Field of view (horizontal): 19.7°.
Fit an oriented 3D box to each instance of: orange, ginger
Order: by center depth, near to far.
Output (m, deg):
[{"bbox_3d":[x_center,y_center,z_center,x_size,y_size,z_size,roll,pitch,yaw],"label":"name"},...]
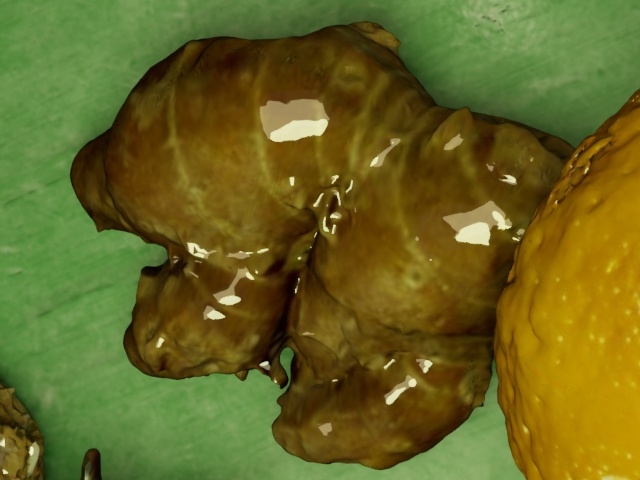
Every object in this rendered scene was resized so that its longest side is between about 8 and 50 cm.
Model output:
[{"bbox_3d":[0.274,0.059,1.054,0.293,0.340,0.340,39,95,33],"label":"orange"},{"bbox_3d":[-0.008,-0.008,1.221,0.357,0.152,0.274,28,112,13],"label":"ginger"}]

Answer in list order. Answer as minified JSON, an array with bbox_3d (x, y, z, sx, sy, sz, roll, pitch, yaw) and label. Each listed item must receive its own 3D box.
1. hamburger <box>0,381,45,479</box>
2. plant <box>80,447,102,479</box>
[{"bbox_3d":[-0.314,0.188,1.236,0.245,0.211,0.260,13,86,16],"label":"hamburger"},{"bbox_3d":[-0.147,0.297,1.205,0.180,0.333,0.251,32,61,16],"label":"plant"}]
